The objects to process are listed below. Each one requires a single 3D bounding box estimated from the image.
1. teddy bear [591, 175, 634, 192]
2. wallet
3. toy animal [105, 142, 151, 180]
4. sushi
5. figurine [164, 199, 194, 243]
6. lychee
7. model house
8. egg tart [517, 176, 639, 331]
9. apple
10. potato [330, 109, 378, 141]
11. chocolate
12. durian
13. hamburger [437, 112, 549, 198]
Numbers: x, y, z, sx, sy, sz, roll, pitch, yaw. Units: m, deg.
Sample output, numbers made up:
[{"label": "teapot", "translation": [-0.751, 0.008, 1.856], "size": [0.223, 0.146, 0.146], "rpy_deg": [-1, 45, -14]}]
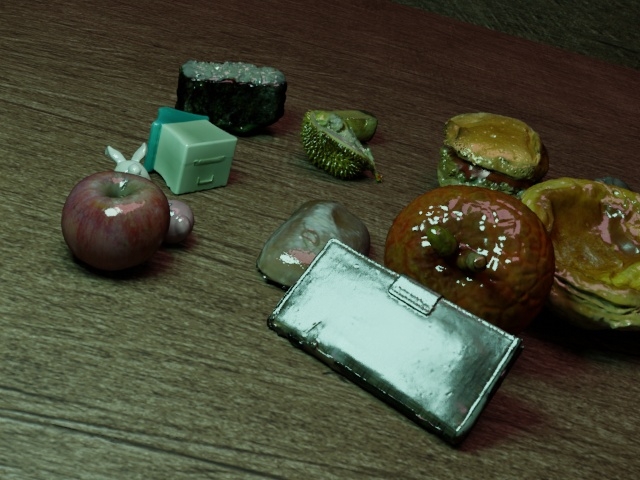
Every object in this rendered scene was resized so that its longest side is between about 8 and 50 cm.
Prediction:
[{"label": "teddy bear", "translation": [0.533, -0.028, 1.721], "size": [0.144, 0.171, 0.251], "rpy_deg": [1, 30, 14]}, {"label": "wallet", "translation": [0.097, 0.128, 1.225], "size": [0.317, 0.044, 0.169], "rpy_deg": [29, 70, 26]}, {"label": "toy animal", "translation": [-0.312, -0.099, 1.476], "size": [0.071, 0.085, 0.124], "rpy_deg": [-8, 26, -8]}, {"label": "sushi", "translation": [-0.182, -0.291, 1.842], "size": [0.225, 0.127, 0.124], "rpy_deg": [-1, 32, -15]}, {"label": "figurine", "translation": [-0.230, -0.030, 1.393], "size": [0.067, 0.071, 0.083], "rpy_deg": [49, 10, -44]}, {"label": "lychee", "translation": [0.216, 0.037, 1.334], "size": [0.255, 0.255, 0.300], "rpy_deg": [26, 13, 18]}, {"label": "model house", "translation": [-0.243, -0.162, 1.598], "size": [0.149, 0.100, 0.127], "rpy_deg": [38, 33, 31]}, {"label": "egg tart", "translation": [0.461, 0.039, 1.522], "size": [0.352, 0.150, 0.352], "rpy_deg": [7, 44, -7]}, {"label": "apple", "translation": [-0.293, -0.025, 1.293], "size": [0.153, 0.120, 0.153], "rpy_deg": [7, 34, -5]}, {"label": "potato", "translation": [0.060, -0.247, 1.964], "size": [0.103, 0.066, 0.096], "rpy_deg": [-1, 17, -22]}, {"label": "chocolate", "translation": [0.000, 0.000, 1.449], "size": [0.161, 0.083, 0.261], "rpy_deg": [20, 27, 4]}, {"label": "durian", "translation": [0.039, -0.178, 1.805], "size": [0.208, 0.102, 0.146], "rpy_deg": [35, 26, -14]}, {"label": "hamburger", "translation": [0.349, -0.148, 1.842], "size": [0.244, 0.163, 0.244], "rpy_deg": [7, 32, -4]}]
